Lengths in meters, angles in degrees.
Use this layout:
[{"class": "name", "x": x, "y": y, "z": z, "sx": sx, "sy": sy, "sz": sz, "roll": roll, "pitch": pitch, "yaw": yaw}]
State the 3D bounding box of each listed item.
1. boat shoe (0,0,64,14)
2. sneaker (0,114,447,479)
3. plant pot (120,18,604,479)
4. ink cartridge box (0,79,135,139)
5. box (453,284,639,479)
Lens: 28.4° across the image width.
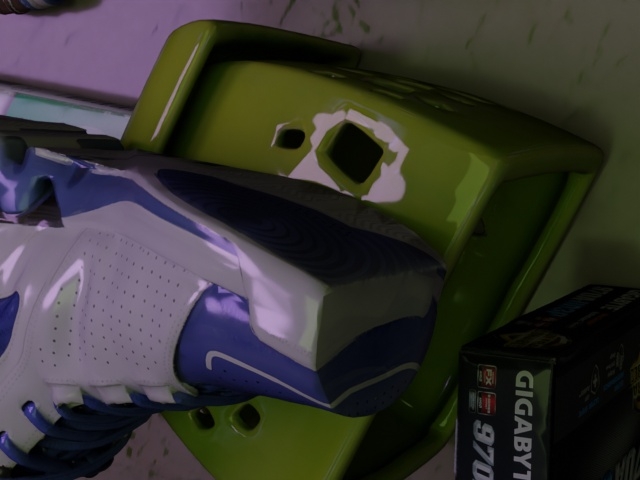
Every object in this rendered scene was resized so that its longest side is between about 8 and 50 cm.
[{"class": "boat shoe", "x": -0.225, "y": -0.240, "z": 0.839, "sx": 0.066, "sy": 0.066, "sz": 0.183, "roll": -11, "pitch": 93, "yaw": 21}, {"class": "sneaker", "x": -0.096, "y": 0.049, "z": 0.589, "sx": 0.315, "sy": 0.127, "sz": 0.182, "roll": 17, "pitch": 103, "yaw": 36}, {"class": "plant pot", "x": 0.000, "y": 0.000, "z": 0.716, "sx": 0.207, "sy": 0.228, "sz": 0.227, "roll": 32, "pitch": 106, "yaw": 20}, {"class": "ink cartridge box", "x": -0.202, "y": 0.007, "z": 0.871, "sx": 0.181, "sy": 0.056, "sz": 0.224, "roll": 12, "pitch": 99, "yaw": 17}, {"class": "box", "x": 0.133, "y": 0.125, "z": 0.683, "sx": 0.051, "sy": 0.220, "sz": 0.175, "roll": 5, "pitch": 98, "yaw": 28}]
